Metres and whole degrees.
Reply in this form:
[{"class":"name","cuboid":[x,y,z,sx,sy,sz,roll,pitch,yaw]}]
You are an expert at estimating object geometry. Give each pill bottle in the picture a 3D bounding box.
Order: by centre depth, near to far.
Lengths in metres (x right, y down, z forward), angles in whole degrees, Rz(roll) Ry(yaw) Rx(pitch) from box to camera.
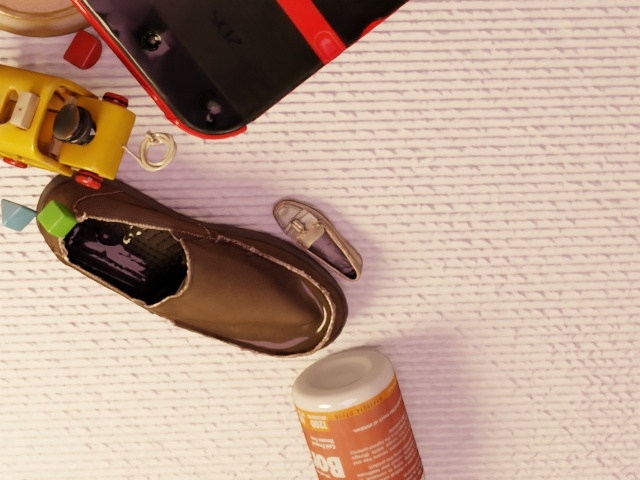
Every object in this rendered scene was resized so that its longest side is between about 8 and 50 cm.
[{"class":"pill bottle","cuboid":[0.051,0.245,1.815,0.121,0.121,0.216,-17,110,2]}]

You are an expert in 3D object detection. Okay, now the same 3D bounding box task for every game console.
[{"class":"game console","cuboid":[-0.103,-0.326,1.611,0.342,0.060,0.386,-39,114,0]}]

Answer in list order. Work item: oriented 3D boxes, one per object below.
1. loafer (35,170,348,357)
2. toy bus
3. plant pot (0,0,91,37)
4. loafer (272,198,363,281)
[{"class":"loafer","cuboid":[-0.142,0.047,1.721,0.366,0.130,0.134,20,108,-12]},{"class":"toy bus","cuboid":[-0.279,-0.121,1.611,0.202,0.104,0.191,-33,65,15]},{"class":"plant pot","cuboid":[-0.293,-0.321,1.625,0.236,0.032,0.236,-2,111,-5]},{"class":"loafer","cuboid":[0.000,0.000,1.763,0.125,0.039,0.045,39,104,-17]}]
